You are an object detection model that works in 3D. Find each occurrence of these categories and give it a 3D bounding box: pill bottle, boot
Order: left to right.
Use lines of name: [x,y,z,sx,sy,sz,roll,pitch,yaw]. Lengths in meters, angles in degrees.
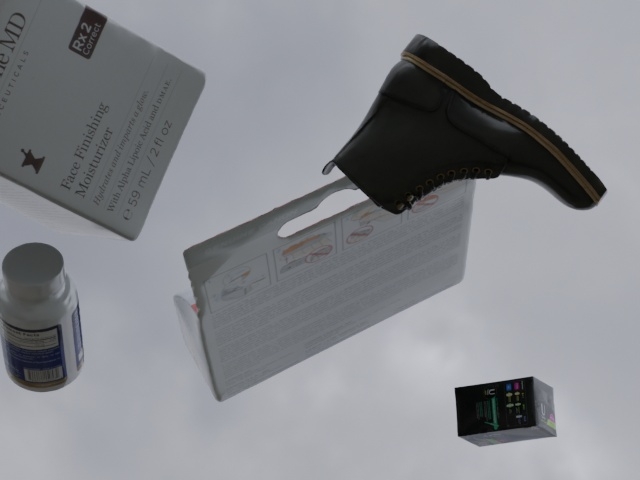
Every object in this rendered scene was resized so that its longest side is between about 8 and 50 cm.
pill bottle: [-0.227,0.061,1.456,0.067,0.067,0.120,23,-42,20]
boot: [0.114,-0.052,1.435,0.198,0.077,0.137,38,-91,13]

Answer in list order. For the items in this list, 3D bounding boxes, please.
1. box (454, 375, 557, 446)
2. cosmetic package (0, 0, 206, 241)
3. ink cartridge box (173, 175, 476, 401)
box: [0.181,0.168,1.766,0.083,0.062,0.052,-11,-110,23]
cosmetic package: [-0.221,-0.105,1.423,0.184,0.151,0.151,27,-11,-30]
ink cartridge box: [0.000,0.000,1.801,0.091,0.308,0.385,60,-11,23]
